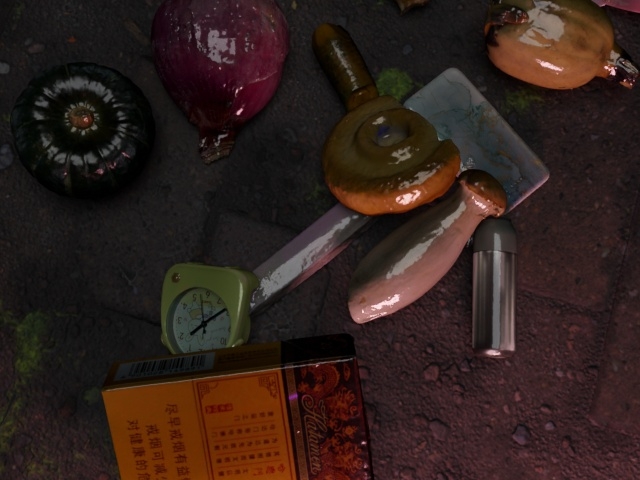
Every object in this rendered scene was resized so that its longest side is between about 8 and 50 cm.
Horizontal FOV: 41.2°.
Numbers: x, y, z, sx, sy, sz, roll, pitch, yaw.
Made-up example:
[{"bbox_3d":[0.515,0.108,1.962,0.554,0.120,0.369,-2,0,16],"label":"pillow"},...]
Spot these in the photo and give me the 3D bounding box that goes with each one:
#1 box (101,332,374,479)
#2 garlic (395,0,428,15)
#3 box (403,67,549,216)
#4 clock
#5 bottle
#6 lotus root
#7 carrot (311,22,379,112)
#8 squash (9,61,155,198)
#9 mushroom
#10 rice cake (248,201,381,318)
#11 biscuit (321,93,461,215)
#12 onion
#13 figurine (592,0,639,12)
[{"bbox_3d":[-0.127,0.313,1.414,0.415,0.116,0.264,-8,105,-1],"label":"box"},{"bbox_3d":[0.121,-0.554,1.648,0.245,0.145,0.164,34,111,9],"label":"garlic"},{"bbox_3d":[0.291,-0.186,1.606,0.142,0.044,0.285,-38,81,-12],"label":"box"},{"bbox_3d":[-0.200,0.157,1.496,0.170,0.069,0.232,6,91,24],"label":"clock"},{"bbox_3d":[0.307,0.083,1.533,0.096,0.079,0.253,-1,79,23],"label":"bottle"},{"bbox_3d":[0.451,-0.369,1.580,0.310,0.183,0.182,20,79,2],"label":"lotus root"},{"bbox_3d":[0.045,-0.331,1.614,0.082,0.082,0.173,-28,77,-6],"label":"carrot"},{"bbox_3d":[-0.427,-0.198,1.541,0.252,0.165,0.252,0,79,-3],"label":"squash"},{"bbox_3d":[0.181,0.014,1.505,0.350,0.128,0.128,-44,82,7],"label":"mushroom"},{"bbox_3d":[0.000,0.001,1.554,0.399,0.064,0.070,-39,74,-7],"label":"rice cake"},{"bbox_3d":[0.108,-0.148,1.510,0.213,0.091,0.274,-41,49,-9],"label":"biscuit"},{"bbox_3d":[-0.191,-0.330,1.575,0.267,0.159,0.348,-3,78,2],"label":"onion"},{"bbox_3d":[0.581,-0.540,1.648,0.260,0.103,0.205,33,82,-4],"label":"figurine"}]
